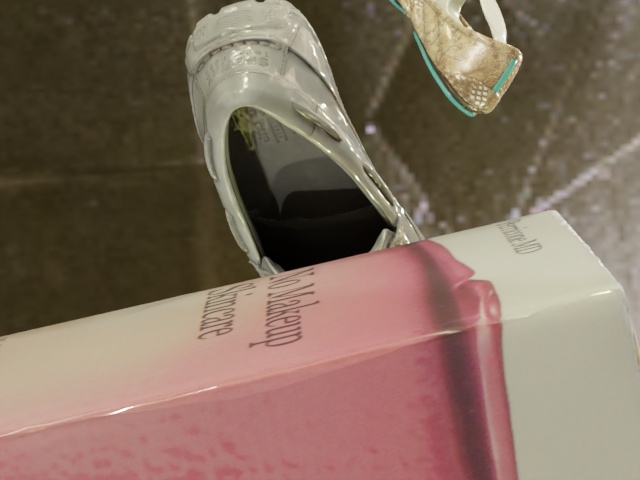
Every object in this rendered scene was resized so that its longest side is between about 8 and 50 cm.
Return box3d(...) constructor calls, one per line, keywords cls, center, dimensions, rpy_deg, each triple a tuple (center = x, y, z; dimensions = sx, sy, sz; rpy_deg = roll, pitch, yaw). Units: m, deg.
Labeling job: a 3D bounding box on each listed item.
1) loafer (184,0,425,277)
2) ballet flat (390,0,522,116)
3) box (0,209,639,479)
box3d(cls="loafer", center=(0.000, 0.000, 1.217), dimensions=(0.111, 0.112, 0.319), rpy_deg=(-91, 158, -49))
box3d(cls="ballet flat", center=(0.090, -0.175, 1.457), dimensions=(0.073, 0.067, 0.206), rpy_deg=(27, 25, -50))
box3d(cls="box", center=(-0.015, 0.084, 0.614), dimensions=(0.148, 0.232, 0.126), rpy_deg=(-99, 176, -80))
